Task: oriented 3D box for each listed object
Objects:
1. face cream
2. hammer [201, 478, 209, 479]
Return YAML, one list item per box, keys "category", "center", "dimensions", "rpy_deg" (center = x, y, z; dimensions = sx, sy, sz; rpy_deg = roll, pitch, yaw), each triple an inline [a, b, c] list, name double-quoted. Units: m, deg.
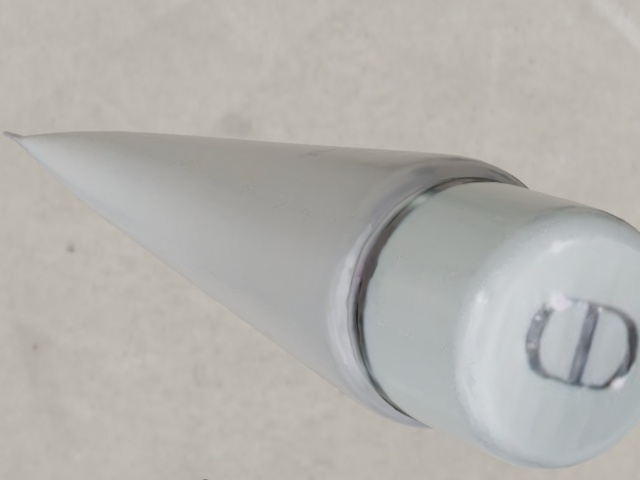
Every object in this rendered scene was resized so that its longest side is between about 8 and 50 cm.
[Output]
- category: "face cream"
  center: [0.000, 0.000, 0.658]
  dimensions: [0.143, 0.314, 0.089]
  rpy_deg: [19, 93, -31]
- category: "hammer"
  center: [-0.083, 0.270, 1.491]
  dimensions: [0.028, 0.195, 0.060]
  rpy_deg: [-7, 117, -6]
